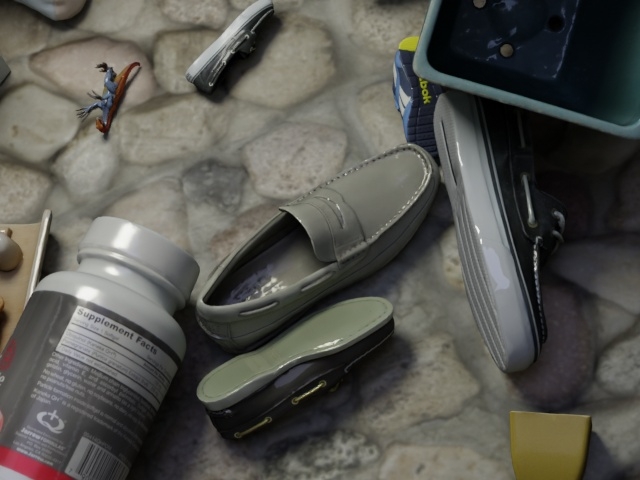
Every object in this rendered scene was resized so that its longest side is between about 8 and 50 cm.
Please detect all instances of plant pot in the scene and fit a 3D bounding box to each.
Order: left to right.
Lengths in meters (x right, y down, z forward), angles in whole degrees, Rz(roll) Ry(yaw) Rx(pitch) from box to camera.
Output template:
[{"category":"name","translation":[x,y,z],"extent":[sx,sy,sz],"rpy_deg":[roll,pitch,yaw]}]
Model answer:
[{"category":"plant pot","translation":[0.230,-0.253,1.666],"extent":[0.247,0.252,0.247],"rpy_deg":[16,92,-5]},{"category":"plant pot","translation":[0.232,0.220,1.585],"extent":[0.082,0.081,0.083],"rpy_deg":[2,77,11]}]

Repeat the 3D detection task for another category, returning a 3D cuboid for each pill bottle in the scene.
[{"category":"pill bottle","translation":[-0.249,0.142,1.651],"extent":[0.176,0.176,0.318],"rpy_deg":[18,69,18]}]

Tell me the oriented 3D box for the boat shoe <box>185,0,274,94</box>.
[{"category":"boat shoe","translation":[-0.101,-0.232,1.878],"extent":[0.040,0.049,0.142],"rpy_deg":[43,79,5]}]

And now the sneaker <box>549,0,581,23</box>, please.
[{"category":"sneaker","translation":[0.316,-0.285,1.824],"extent":[0.170,0.051,0.089],"rpy_deg":[6,66,18]}]

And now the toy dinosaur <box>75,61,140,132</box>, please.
[{"category":"toy dinosaur","translation":[-0.252,-0.171,1.878],"extent":[0.090,0.047,0.082],"rpy_deg":[-13,81,-7]}]

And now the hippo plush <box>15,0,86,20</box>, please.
[{"category":"hippo plush","translation":[-0.404,-0.422,1.911],"extent":[0.294,0.236,0.234],"rpy_deg":[6,67,13]}]

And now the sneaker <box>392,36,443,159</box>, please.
[{"category":"sneaker","translation":[0.113,-0.159,1.802],"extent":[0.053,0.059,0.144],"rpy_deg":[-3,82,-15]}]

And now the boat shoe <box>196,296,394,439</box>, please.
[{"category":"boat shoe","translation":[-0.018,0.136,1.676],"extent":[0.228,0.068,0.081],"rpy_deg":[-26,28,-5]}]

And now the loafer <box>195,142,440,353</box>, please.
[{"category":"loafer","translation":[0.000,0.000,1.709],"extent":[0.319,0.111,0.112],"rpy_deg":[-41,65,-10]}]

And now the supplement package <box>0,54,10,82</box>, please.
[{"category":"supplement package","translation":[-0.491,-0.239,1.837],"extent":[0.134,0.244,0.139],"rpy_deg":[29,74,21]}]

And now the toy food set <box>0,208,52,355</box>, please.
[{"category":"toy food set","translation":[-0.465,0.062,1.775],"extent":[0.306,0.092,0.219],"rpy_deg":[1,65,11]}]

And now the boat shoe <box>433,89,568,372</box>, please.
[{"category":"boat shoe","translation":[0.208,-0.024,1.677],"extent":[0.119,0.121,0.335],"rpy_deg":[-6,66,-7]}]
